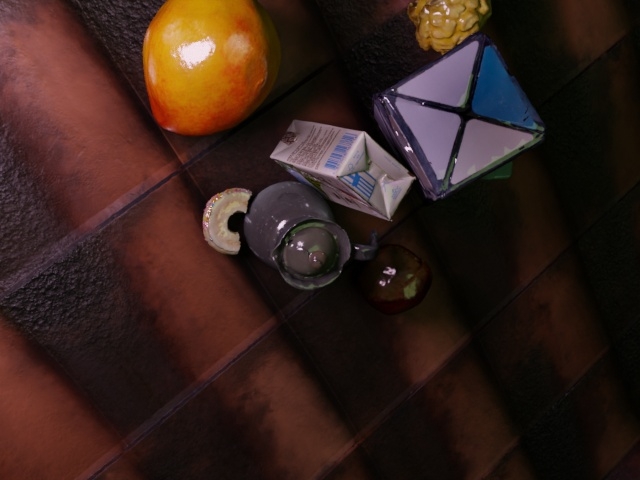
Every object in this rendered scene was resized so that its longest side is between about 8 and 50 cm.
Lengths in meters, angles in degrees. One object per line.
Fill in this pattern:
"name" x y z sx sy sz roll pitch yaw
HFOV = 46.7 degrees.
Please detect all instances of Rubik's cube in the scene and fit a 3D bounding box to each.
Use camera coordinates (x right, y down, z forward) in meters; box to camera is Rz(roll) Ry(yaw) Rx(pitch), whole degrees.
"Rubik's cube" 0.321 -0.287 1.811 0.307 0.305 0.310 -31 88 3

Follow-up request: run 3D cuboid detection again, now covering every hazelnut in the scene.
"hazelnut" 0.206 0.110 2.033 0.208 0.208 0.208 -8 107 -29

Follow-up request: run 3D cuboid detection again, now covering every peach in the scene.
"peach" -0.231 -0.370 1.577 0.289 0.289 0.307 15 88 -33

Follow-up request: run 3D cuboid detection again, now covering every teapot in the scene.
"teapot" -0.017 0.017 1.774 0.305 0.285 0.223 31 99 -27

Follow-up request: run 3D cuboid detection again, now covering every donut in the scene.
"donut" -0.234 -0.053 1.779 0.108 0.065 0.165 12 96 -30

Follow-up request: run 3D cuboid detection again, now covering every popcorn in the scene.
"popcorn" 0.327 -0.583 1.887 0.190 0.250 0.250 37 82 -7

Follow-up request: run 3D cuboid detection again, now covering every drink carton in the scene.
"drink carton" 0.049 -0.174 1.762 0.194 0.325 0.132 38 82 -33

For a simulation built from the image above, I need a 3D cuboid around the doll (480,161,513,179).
"doll" 0.448 -0.309 2.054 0.162 0.177 0.260 -4 112 -31
